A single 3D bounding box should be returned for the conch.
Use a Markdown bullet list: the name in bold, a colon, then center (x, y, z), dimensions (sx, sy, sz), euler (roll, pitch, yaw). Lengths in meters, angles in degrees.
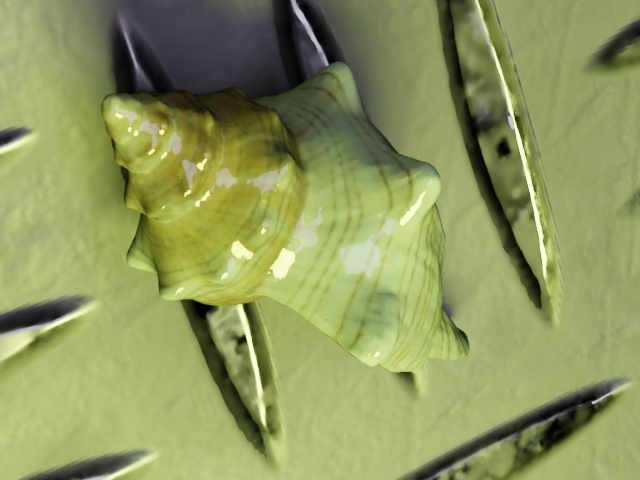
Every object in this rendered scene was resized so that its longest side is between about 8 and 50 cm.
- **conch**: center (0.003, -0.009, 0.835), dimensions (0.234, 0.137, 0.114), euler (23, 106, -23)
